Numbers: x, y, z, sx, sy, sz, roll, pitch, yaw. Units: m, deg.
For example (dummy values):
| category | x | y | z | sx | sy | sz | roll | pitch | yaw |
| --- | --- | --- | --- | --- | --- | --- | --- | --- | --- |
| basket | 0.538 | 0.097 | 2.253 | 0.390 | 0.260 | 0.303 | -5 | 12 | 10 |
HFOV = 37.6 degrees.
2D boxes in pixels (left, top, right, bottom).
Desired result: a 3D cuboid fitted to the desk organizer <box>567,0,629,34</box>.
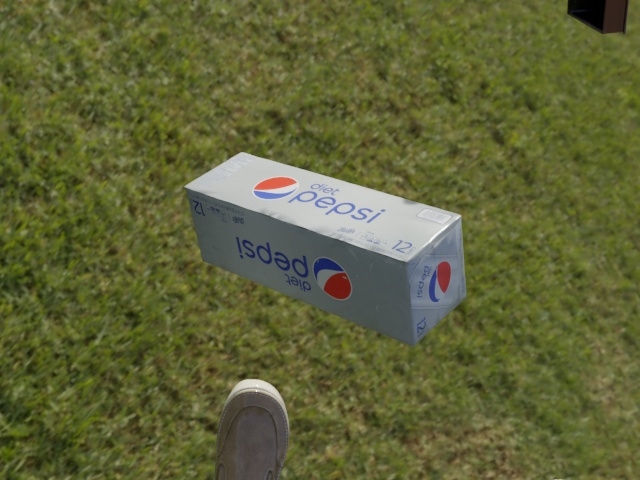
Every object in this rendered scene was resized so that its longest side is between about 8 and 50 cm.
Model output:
| category | x | y | z | sx | sy | sz | roll | pitch | yaw |
| --- | --- | --- | --- | --- | --- | --- | --- | --- | --- |
| desk organizer | 0.269 | -0.262 | 0.904 | 0.050 | 0.130 | 0.047 | -6 | 48 | 6 |

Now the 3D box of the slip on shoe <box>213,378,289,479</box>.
| category | x | y | z | sx | sy | sz | roll | pitch | yaw |
| --- | --- | --- | --- | --- | --- | --- | --- | --- | --- |
| slip on shoe | -0.053 | 0.164 | 0.660 | 0.051 | 0.135 | 0.041 | 12 | 21 | -6 |

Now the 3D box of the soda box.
| category | x | y | z | sx | sy | sz | roll | pitch | yaw |
| --- | --- | --- | --- | --- | --- | --- | --- | --- | --- |
| soda box | 0.000 | 0.000 | 0.927 | 0.091 | 0.286 | 0.098 | -37 | 131 | -37 |
